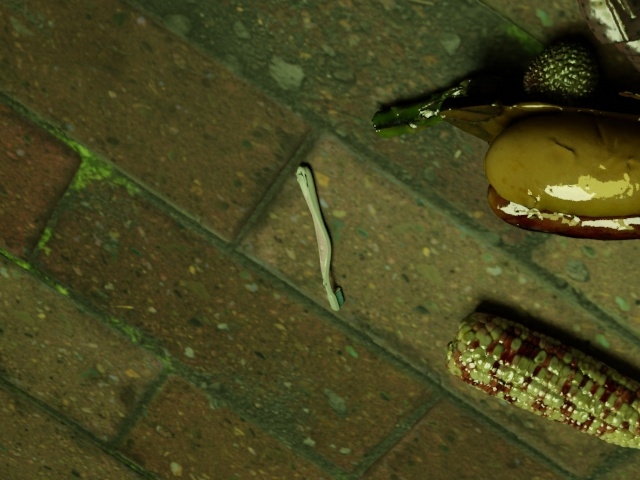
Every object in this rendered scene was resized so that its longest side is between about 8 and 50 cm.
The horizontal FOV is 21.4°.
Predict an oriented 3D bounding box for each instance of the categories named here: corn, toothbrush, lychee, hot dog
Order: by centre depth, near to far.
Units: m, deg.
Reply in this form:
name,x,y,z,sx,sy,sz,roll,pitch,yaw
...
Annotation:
name,x,y,z,sx,sy,sz,roll,pitch,yaw
hot dog,0.268,-0.056,1.554,0.326,0.107,0.194,3,166,38
lychee,0.225,-0.149,1.584,0.067,0.068,0.083,9,122,-20
corn,0.259,0.155,1.840,0.253,0.086,0.086,24,137,6
toothbrush,0.000,0.000,1.885,0.017,0.022,0.204,19,139,36

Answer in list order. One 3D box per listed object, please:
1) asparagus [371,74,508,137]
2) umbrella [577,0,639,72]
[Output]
name,x,y,z,sx,sy,sz,roll,pitch,yaw
asparagus,0.121,-0.134,1.683,0.165,0.030,0.036,-19,92,41
umbrella,0.255,-0.232,1.472,0.094,0.090,0.326,-29,112,40
